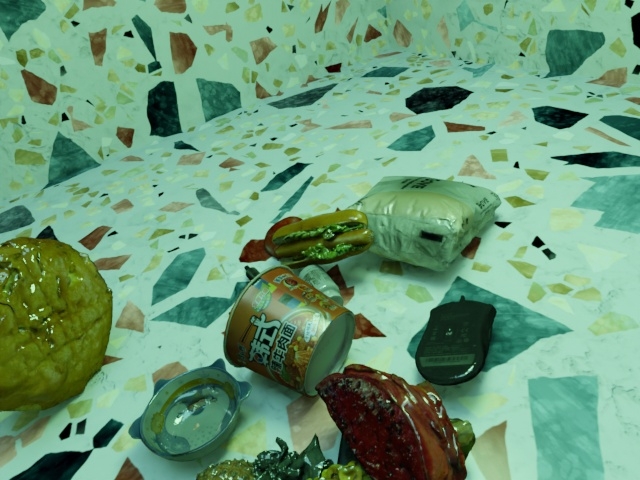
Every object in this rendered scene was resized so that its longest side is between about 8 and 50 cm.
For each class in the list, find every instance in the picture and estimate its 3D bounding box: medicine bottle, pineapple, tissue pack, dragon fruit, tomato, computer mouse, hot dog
[{"bbox_3d":[0.002,0.129,1.181,0.079,0.079,0.140,-23,37,-14],"label":"medicine bottle"},{"bbox_3d":[-0.092,0.418,0.796,0.237,0.111,0.119,-16,60,-14],"label":"pineapple"},{"bbox_3d":[0.277,-0.071,1.289,0.389,0.195,0.375,10,29,29],"label":"tissue pack"},{"bbox_3d":[0.161,0.301,0.766,0.204,0.152,0.317,9,24,-39],"label":"dragon fruit"},{"bbox_3d":[-0.092,-0.019,1.415,0.166,0.082,0.174,-29,36,-23],"label":"tomato"},{"bbox_3d":[0.288,0.218,0.959,0.146,0.088,0.264,-9,32,35],"label":"computer mouse"},{"bbox_3d":[0.000,0.000,1.220,0.337,0.135,0.100,-12,5,38],"label":"hot dog"}]

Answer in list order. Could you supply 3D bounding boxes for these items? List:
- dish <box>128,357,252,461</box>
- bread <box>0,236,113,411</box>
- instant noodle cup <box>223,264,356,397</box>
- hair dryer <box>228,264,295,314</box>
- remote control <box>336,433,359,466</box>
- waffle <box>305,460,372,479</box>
[{"bbox_3d":[-0.250,0.359,0.939,0.236,0.086,0.228,-5,35,13],"label":"dish"},{"bbox_3d":[-0.673,0.193,1.060,0.215,0.398,0.398,-12,33,23],"label":"bread"},{"bbox_3d":[-0.055,0.203,0.978,0.192,0.251,0.250,23,48,28],"label":"instant noodle cup"},{"bbox_3d":[-0.186,0.132,1.264,0.195,0.078,0.248,-27,28,-18],"label":"hair dryer"},{"bbox_3d":[0.059,0.415,0.796,0.072,0.042,0.222,-4,36,10],"label":"remote control"},{"bbox_3d":[0.046,0.455,0.654,0.243,0.059,0.238,-14,58,-40],"label":"waffle"}]
